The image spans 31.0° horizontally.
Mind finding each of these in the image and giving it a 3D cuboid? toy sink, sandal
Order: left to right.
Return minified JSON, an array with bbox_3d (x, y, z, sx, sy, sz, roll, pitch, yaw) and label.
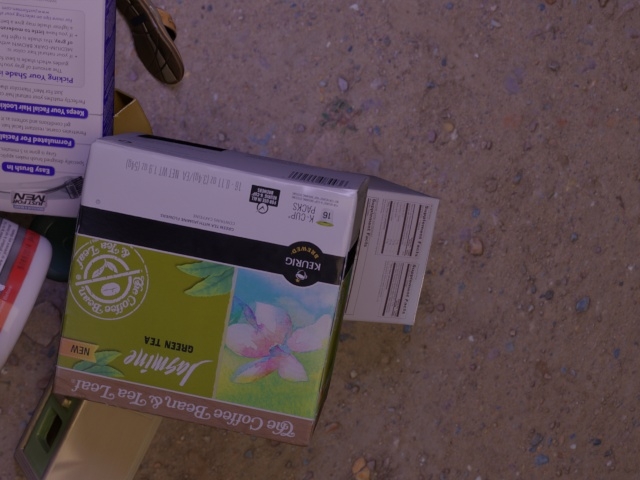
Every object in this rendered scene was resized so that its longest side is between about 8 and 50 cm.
[{"bbox_3d":[-0.318,0.243,1.630,0.131,0.153,0.234,27,90,-30],"label":"toy sink"},{"bbox_3d":[-0.233,-0.301,1.597,0.049,0.072,0.180,-43,115,-37],"label":"sandal"}]

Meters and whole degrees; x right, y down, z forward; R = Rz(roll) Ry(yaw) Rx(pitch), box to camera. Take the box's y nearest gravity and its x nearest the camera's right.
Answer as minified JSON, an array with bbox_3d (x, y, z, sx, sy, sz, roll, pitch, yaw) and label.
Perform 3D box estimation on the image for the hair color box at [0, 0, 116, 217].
[{"bbox_3d":[-0.355,-0.201,1.443,0.185,0.110,0.339,6,118,-4],"label":"hair color box"}]

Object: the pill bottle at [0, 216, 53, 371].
[{"bbox_3d":[-0.532,0.021,1.404,0.363,0.210,0.210,26,89,-17],"label":"pill bottle"}]

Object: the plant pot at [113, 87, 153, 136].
[{"bbox_3d":[-0.278,-0.149,1.599,0.081,0.081,0.083,-42,123,-13],"label":"plant pot"}]

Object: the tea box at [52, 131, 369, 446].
[{"bbox_3d":[-0.131,0.051,1.463,0.329,0.220,0.324,10,99,4],"label":"tea box"}]

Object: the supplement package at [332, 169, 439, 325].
[{"bbox_3d":[0.000,0.000,1.709,0.262,0.199,0.198,6,100,-29],"label":"supplement package"}]

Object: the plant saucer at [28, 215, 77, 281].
[{"bbox_3d":[-0.354,0.003,1.627,0.119,0.021,0.119,-7,105,-26],"label":"plant saucer"}]
